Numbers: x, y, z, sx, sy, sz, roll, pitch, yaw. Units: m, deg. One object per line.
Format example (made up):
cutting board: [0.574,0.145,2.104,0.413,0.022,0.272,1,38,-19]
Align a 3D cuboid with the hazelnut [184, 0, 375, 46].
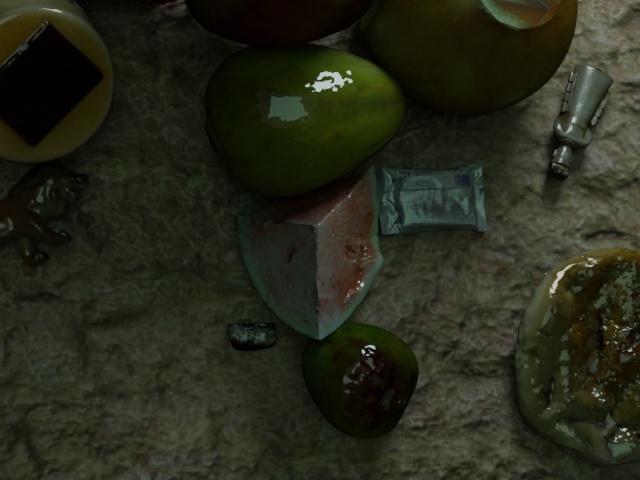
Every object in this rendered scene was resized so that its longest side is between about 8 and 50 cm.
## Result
hazelnut: [-0.060,-0.450,1.601,0.366,0.366,0.365,1,82,-7]

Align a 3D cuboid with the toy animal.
toy animal: [-0.519,-0.026,1.736,0.312,0.097,0.157,-20,73,-7]

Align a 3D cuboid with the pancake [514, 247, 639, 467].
pancake: [0.510,0.198,1.833,0.387,0.082,0.387,1,85,-10]

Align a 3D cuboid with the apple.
apple: [0.243,-0.401,1.756,0.374,0.374,0.384,-14,84,-9]

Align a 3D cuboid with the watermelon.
watermelon: [0.000,0.000,1.757,0.256,0.176,0.260,46,46,9]

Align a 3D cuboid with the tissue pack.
tissue pack: [0.194,-0.072,1.859,0.193,0.026,0.122,-2,81,-8]

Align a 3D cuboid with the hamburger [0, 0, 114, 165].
hamburger: [-0.470,-0.261,1.681,0.302,0.170,0.302,-14,119,-26]

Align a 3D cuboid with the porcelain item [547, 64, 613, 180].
porcelain item: [0.454,-0.204,1.899,0.084,0.054,0.213,23,79,-1]

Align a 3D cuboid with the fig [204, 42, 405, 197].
fig: [-0.025,-0.206,1.726,0.326,0.258,0.258,-10,83,0]

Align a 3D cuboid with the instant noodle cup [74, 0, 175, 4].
instant noodle cup: [-0.306,-0.497,1.760,0.182,0.258,0.302,9,48,-22]

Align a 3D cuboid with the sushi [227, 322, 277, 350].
sushi: [-0.114,0.161,1.776,0.083,0.044,0.046,-1,81,-6]

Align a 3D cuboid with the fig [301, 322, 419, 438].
fig: [0.058,0.221,1.733,0.191,0.181,0.181,37,78,23]
